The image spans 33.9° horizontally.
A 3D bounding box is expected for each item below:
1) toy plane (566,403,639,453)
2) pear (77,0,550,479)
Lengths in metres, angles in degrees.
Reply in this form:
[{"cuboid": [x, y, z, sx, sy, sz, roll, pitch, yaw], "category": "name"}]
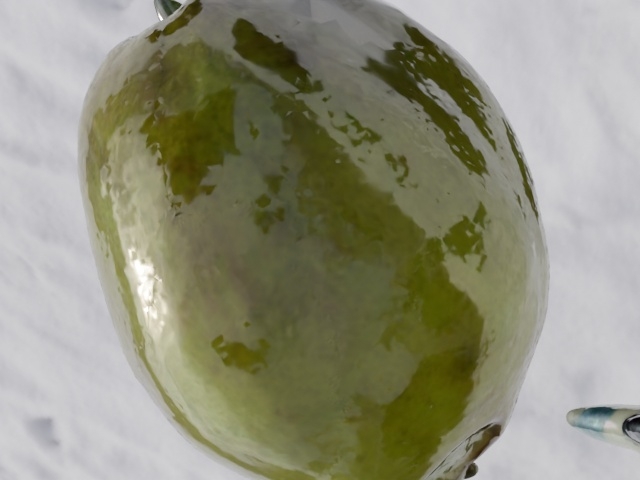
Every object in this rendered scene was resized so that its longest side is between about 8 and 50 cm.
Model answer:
[{"cuboid": [0.165, 0.069, 0.336, 0.088, 0.192, 0.262, 11, 173, -10], "category": "toy plane"}, {"cuboid": [0.000, 0.000, 0.593, 0.269, 0.269, 0.321, -25, 98, 39], "category": "pear"}]
